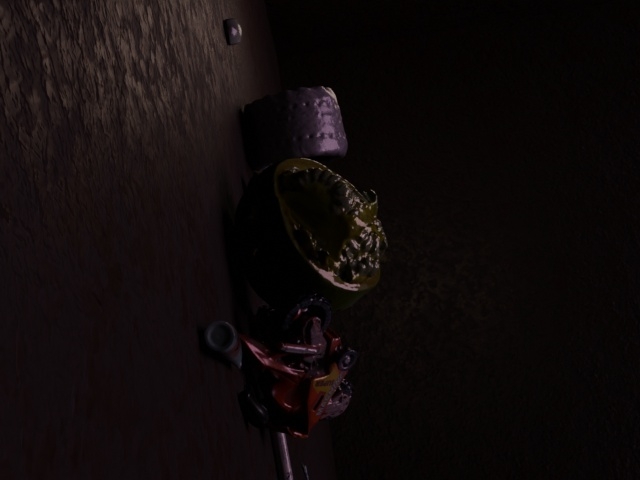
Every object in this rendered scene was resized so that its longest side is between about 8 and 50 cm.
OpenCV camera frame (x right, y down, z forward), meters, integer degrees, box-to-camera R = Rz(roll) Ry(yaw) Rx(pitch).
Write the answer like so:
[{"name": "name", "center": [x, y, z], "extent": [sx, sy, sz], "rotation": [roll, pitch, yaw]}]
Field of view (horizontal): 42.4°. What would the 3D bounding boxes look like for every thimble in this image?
[{"name": "thimble", "center": [-0.059, -0.246, 1.844], "extent": [0.245, 0.217, 0.157], "rotation": [167, -86, -78]}]

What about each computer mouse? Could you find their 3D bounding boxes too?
[{"name": "computer mouse", "center": [-0.185, -0.454, 1.784], "extent": [0.110, 0.032, 0.056], "rotation": [-95, 176, -73]}]

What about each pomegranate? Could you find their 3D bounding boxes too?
[{"name": "pomegranate", "center": [0.000, 0.000, 1.356], "extent": [0.340, 0.260, 0.260], "rotation": [12, 65, -55]}]

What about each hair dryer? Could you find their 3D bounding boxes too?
[{"name": "hair dryer", "center": [-0.100, 0.217, 1.155], "extent": [0.083, 0.031, 0.079], "rotation": [-118, -175, -49]}]

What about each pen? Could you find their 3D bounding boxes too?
[{"name": "pen", "center": [-0.072, 0.323, 1.398], "extent": [0.025, 0.025, 0.204], "rotation": [-74, 154, -87]}]

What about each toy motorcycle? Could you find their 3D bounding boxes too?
[{"name": "toy motorcycle", "center": [-0.030, 0.206, 1.269], "extent": [0.089, 0.171, 0.298], "rotation": [48, -19, 45]}]

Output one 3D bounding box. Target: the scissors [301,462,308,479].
[{"name": "scissors", "center": [-0.037, 0.524, 1.892], "extent": [0.083, 0.006, 0.036], "rotation": [78, 1, -55]}]

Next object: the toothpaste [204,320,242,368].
[{"name": "toothpaste", "center": [-0.111, 0.125, 0.998], "extent": [0.205, 0.036, 0.056], "rotation": [94, -14, -79]}]

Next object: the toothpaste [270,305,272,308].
[{"name": "toothpaste", "center": [-0.078, 0.094, 1.750], "extent": [0.044, 0.070, 0.193], "rotation": [89, -8, -88]}]

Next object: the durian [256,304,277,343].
[{"name": "durian", "center": [-0.027, 0.169, 1.404], "extent": [0.188, 0.091, 0.148], "rotation": [49, -25, 14]}]

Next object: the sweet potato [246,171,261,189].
[{"name": "sweet potato", "center": [-0.106, -0.063, 1.706], "extent": [0.273, 0.075, 0.075], "rotation": [83, -2, -69]}]
